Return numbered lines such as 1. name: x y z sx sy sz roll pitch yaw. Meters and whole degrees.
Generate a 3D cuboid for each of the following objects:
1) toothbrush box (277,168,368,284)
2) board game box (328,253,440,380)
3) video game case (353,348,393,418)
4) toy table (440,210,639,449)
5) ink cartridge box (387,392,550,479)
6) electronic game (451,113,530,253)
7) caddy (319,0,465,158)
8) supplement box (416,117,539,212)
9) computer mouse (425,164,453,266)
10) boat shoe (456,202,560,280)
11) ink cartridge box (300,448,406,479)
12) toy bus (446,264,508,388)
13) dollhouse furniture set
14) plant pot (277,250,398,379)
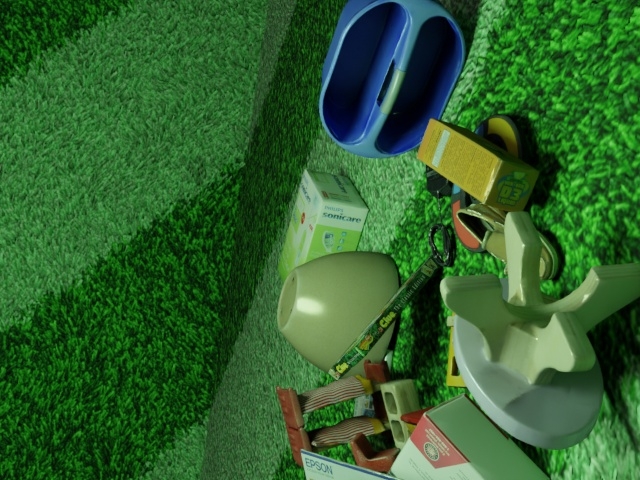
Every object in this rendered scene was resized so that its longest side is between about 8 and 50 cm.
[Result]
1. toothbrush box: 0.000 0.000 2.141 0.206 0.122 0.283 -115 39 -61
2. board game box: 0.118 0.137 1.592 0.260 0.030 0.136 -45 -7 -35
3. video game case: 0.107 0.302 1.815 0.143 0.019 0.157 161 118 -70
4. toy table: 0.262 0.099 1.091 0.274 0.252 0.161 -118 23 -46
5. ink cartridge box: 0.189 0.367 1.267 0.172 0.100 0.237 46 132 29
6. electronic game: 0.272 -0.092 1.440 0.229 0.048 0.229 -171 90 -72
7. caddy: 0.132 -0.320 1.691 0.179 0.241 0.341 -94 20 -53
8. supplement box: 0.238 -0.119 1.372 0.233 0.078 0.080 46 120 62
9. computer mouse: 0.227 -0.069 1.606 0.071 0.041 0.242 -15 72 53
10. boat shoe: 0.268 0.004 1.300 0.190 0.072 0.068 41 127 51
11. ink cartridge box: 0.121 0.465 1.248 0.324 0.071 0.330 1 103 51
12. toy bus: 0.243 0.132 1.323 0.202 0.104 0.191 -106 30 -53
13. dollhouse furniture set: 0.076 0.306 1.541 0.374 0.201 0.152 158 98 -71
14. plant pot: 0.018 0.144 1.854 0.284 0.191 0.284 -166 90 -74
